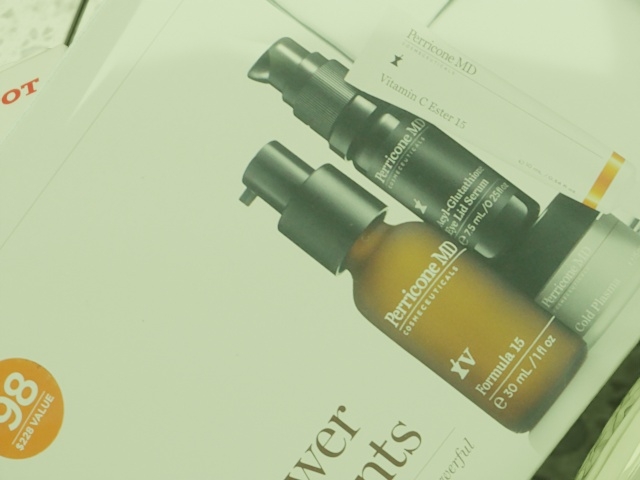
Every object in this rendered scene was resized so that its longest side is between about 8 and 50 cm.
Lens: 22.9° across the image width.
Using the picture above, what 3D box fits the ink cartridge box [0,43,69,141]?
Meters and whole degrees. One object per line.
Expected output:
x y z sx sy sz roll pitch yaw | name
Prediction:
-0.182 0.029 0.907 0.172 0.100 0.237 -23 55 9 | ink cartridge box

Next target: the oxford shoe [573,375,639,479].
0.226 0.046 0.696 0.130 0.169 0.449 37 79 10 | oxford shoe

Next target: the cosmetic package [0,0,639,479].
0.001 0.002 0.729 0.284 0.097 0.377 38 95 12 | cosmetic package
